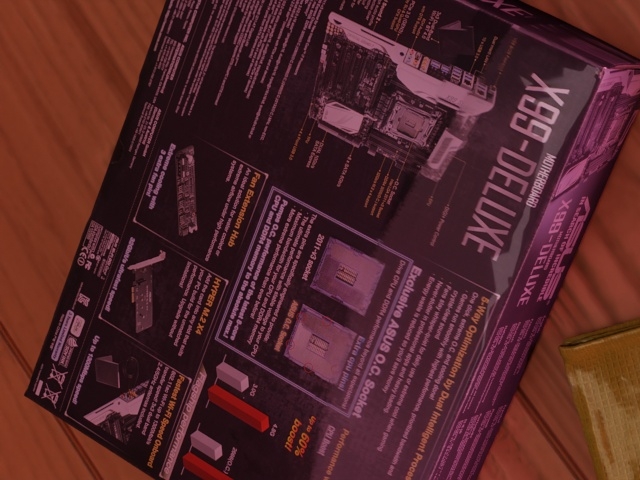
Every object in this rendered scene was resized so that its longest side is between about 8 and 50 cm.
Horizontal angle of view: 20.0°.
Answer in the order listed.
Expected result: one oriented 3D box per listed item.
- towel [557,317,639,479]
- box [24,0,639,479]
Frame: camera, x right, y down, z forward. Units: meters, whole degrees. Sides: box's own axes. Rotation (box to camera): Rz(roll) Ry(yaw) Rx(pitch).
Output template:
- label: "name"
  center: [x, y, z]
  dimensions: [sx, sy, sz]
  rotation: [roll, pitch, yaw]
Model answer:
- label: "towel"
  center: [0.231, 0.067, 0.850]
  dimensions: [0.237, 0.021, 0.102]
  rotation: [-17, 84, 29]
- label: "box"
  center: [0.000, 0.000, 0.943]
  dimensions: [0.242, 0.076, 0.307]
  rotation: [28, 107, 25]
